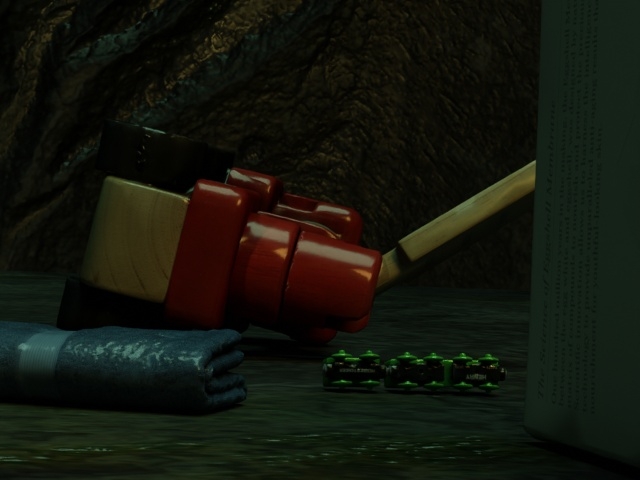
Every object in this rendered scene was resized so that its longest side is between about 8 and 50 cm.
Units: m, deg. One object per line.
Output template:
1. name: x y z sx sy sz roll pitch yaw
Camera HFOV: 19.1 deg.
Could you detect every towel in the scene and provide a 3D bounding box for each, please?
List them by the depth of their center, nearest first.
1. towel: -0.092 0.047 0.737 0.119 0.029 0.067 3 1 13

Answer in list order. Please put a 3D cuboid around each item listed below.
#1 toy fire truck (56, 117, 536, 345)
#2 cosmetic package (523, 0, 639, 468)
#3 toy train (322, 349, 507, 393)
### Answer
1. toy fire truck: 0.000 0.000 1.079 0.246 0.158 0.217 14 1 3
2. cosmetic package: 0.164 -0.038 0.571 0.138 0.224 0.224 2 1 -15
3. toy train: 0.040 0.059 0.841 0.083 0.017 0.024 2 -10 -12
